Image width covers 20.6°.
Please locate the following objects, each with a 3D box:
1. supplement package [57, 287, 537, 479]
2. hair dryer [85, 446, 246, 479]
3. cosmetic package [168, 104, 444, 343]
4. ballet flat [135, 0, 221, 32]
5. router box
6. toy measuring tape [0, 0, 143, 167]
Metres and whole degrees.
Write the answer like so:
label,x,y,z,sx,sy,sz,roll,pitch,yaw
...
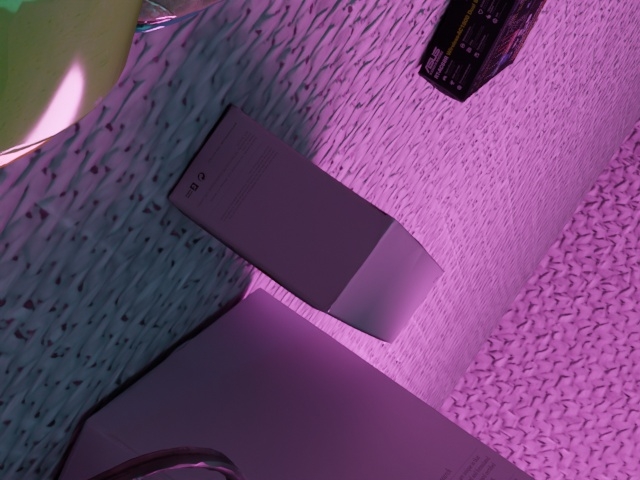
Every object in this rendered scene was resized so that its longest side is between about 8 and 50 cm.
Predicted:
label,x,y,z,sx,sy,sz,roll,pitch,yaw
supplement package,-0.013,0.205,1.023,0.199,0.262,0.198,-38,159,-56
hair dryer,-0.137,0.094,0.394,0.293,0.224,0.080,-43,-159,-32
cosmetic package,0.000,0.000,0.932,0.060,0.099,0.239,-56,168,0
ballet flat,-0.027,-0.115,0.621,0.168,0.057,0.052,-38,149,-57
router box,0.118,-0.158,1.127,0.092,0.038,0.122,-38,159,-55
toy measuring tape,-0.057,-0.097,0.397,0.330,0.121,0.121,-44,163,-46
